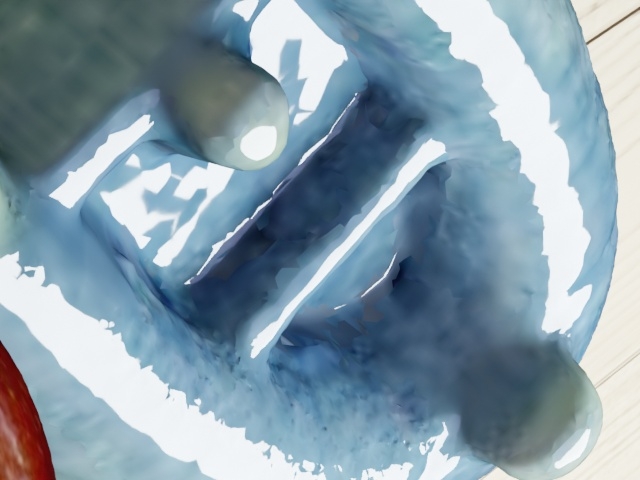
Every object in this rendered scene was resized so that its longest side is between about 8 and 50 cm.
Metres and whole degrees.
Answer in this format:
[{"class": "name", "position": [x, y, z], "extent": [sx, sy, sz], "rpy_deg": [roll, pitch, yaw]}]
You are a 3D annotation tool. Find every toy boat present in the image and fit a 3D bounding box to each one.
[{"class": "toy boat", "position": [0.000, 0.000, 0.480], "extent": [0.215, 0.123, 0.330], "rpy_deg": [-48, 147, -6]}]

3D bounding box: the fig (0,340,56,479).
[{"class": "fig", "position": [-0.145, 0.042, 0.296], "extent": [0.175, 0.175, 0.207], "rpy_deg": [-38, 141, -19]}]
